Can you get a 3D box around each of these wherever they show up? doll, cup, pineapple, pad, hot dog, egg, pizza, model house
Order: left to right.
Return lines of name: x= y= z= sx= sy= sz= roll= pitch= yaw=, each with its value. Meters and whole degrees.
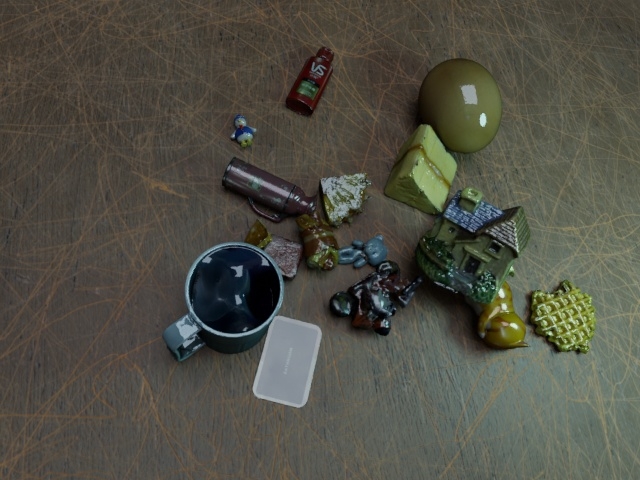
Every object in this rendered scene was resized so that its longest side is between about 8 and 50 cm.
cup: x=-0.264 y=0.212 z=1.430 sx=0.256 sy=0.311 sz=0.332 roll=23 pitch=65 yaw=-1
doll: x=-0.287 y=-0.407 z=1.831 sx=0.098 sy=0.058 sz=0.143 roll=-17 pitch=66 yaw=-2
pizza: x=-0.204 y=-0.002 z=1.646 sx=0.041 sy=0.130 sz=0.178 roll=37 pitch=43 yaw=-34
pad: x=-0.101 y=0.376 z=1.565 sx=0.175 sy=0.002 sz=0.267 roll=16 pitch=65 yaw=-5
hot dog: x=0.000 y=0.000 z=1.667 sx=0.146 sy=0.103 sz=0.213 roll=-10 pitch=80 yaw=-50
pineapple: x=0.075 y=-0.157 z=1.771 sx=0.186 sy=0.114 sz=0.236 roll=39 pitch=68 yaw=5
doll: x=0.147 y=0.039 z=1.721 sx=0.179 sy=0.075 sz=0.120 roll=-3 pitch=72 yaw=-12
egg: x=0.540 y=-0.516 z=1.917 sx=0.300 sy=0.301 sz=0.374 roll=-21 pitch=75 yaw=-19
model house: x=0.483 y=-0.002 z=1.562 sx=0.321 sy=0.267 sz=0.261 roll=31 pitch=37 yaw=18
doll: x=0.588 y=0.241 z=1.685 sx=0.162 sy=0.167 sz=0.270 roll=-14 pitch=77 yaw=6

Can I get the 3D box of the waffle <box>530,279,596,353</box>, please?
waffle: x=0.876 y=0.263 z=1.797 sx=0.290 sy=0.051 sz=0.292 roll=5 pitch=68 yaw=-13

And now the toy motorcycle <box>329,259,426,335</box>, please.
toy motorcycle: x=0.231 y=0.173 z=1.652 sx=0.400 sy=0.134 sz=0.207 roll=-33 pitch=78 yaw=-21

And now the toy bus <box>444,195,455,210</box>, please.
toy bus: x=0.496 y=-0.052 z=1.831 sx=0.109 sy=0.091 sz=0.262 roll=24 pitch=66 yaw=-9

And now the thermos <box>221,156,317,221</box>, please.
thermos: x=-0.173 y=-0.159 z=1.718 sx=0.329 sy=0.109 sz=0.137 roll=25 pitch=64 yaw=-1

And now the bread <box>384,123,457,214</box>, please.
bread: x=0.410 y=-0.261 z=1.851 sx=0.235 sy=0.198 sz=0.264 roll=27 pitch=66 yaw=-8

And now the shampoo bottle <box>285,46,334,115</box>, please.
shampoo bottle: x=-0.029 y=-0.636 z=1.970 sx=0.117 sy=0.076 sz=0.315 roll=23 pitch=65 yaw=1

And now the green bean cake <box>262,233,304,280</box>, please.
green bean cake: x=-0.133 y=0.059 z=1.663 sx=0.135 sy=0.056 sz=0.135 roll=19 pitch=66 yaw=-3
